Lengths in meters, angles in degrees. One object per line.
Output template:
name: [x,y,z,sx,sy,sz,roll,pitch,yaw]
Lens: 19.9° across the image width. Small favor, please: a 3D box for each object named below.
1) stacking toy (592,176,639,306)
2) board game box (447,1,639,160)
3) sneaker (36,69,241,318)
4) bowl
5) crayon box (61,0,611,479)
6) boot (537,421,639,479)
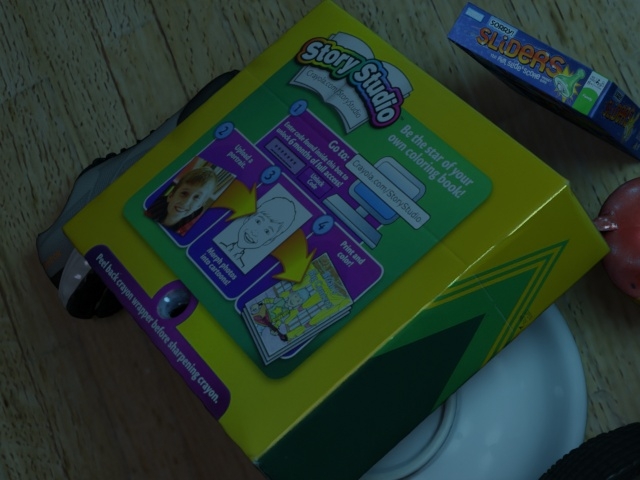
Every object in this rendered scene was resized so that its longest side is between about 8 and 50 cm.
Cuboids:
stacking toy: [0.378,0.039,1.422,0.309,0.130,0.279,-20,76,19]
board game box: [0.194,-0.125,1.478,0.136,0.201,0.035,32,95,21]
sneaker: [-0.163,-0.057,1.668,0.271,0.100,0.108,-47,60,8]
bowl: [0.065,0.135,1.532,0.298,0.134,0.298,-3,82,22]
crayon box: [0.000,0.000,1.477,0.313,0.106,0.363,-41,43,-4]
boot: [0.223,0.269,1.476,0.246,0.083,0.161,-36,107,-18]
